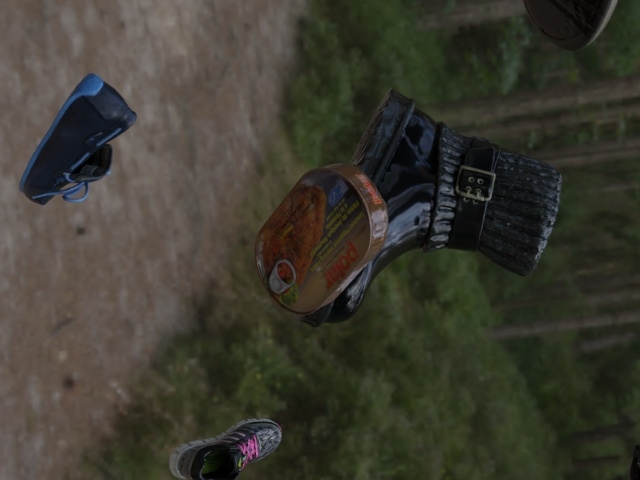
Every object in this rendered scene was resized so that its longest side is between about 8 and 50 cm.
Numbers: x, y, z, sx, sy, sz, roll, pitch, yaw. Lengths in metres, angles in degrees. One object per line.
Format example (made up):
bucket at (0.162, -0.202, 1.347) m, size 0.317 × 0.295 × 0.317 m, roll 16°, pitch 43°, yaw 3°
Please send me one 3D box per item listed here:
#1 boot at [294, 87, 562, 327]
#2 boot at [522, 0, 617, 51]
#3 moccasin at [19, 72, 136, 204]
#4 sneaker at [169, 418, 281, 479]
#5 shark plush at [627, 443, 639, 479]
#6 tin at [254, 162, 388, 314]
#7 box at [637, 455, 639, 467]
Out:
boot at (0.139, -0.003, 1.466) m, size 0.348 × 0.260 × 0.131 m, roll -64°, pitch -173°, yaw -25°
boot at (0.371, -0.413, 1.371) m, size 0.138 × 0.284 × 0.377 m, roll 40°, pitch -27°, yaw 28°
moccasin at (-0.396, -0.132, 1.956) m, size 0.342 × 0.117 × 0.138 m, roll -40°, pitch -162°, yaw 57°
sneaker at (-0.120, 0.297, 1.672) m, size 0.075 × 0.170 × 0.063 m, roll 20°, pitch -62°, yaw 55°
shark plush at (0.270, 0.262, 1.086) m, size 0.067 × 0.073 × 0.161 m, roll -71°, pitch 151°, yaw -74°
tin at (0.000, 0.000, 1.225) m, size 0.106 × 0.040 × 0.190 m, roll 58°, pitch -44°, yaw 16°
box at (0.349, 0.130, 1.045) m, size 0.231 × 0.056 × 0.183 m, roll -64°, pitch 148°, yaw -19°
